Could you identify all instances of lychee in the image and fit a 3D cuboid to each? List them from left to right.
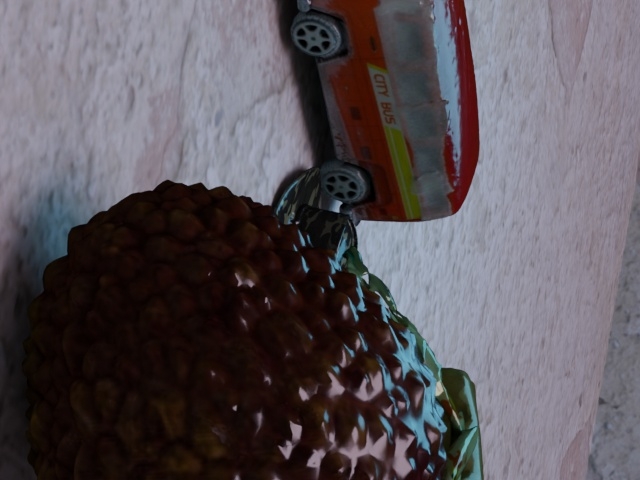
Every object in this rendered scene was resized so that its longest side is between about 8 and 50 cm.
[{"bbox_3d":[-0.053,0.100,1.065,0.271,0.236,0.236,59,25,-4],"label":"lychee"}]

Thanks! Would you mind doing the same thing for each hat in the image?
[{"bbox_3d":[0.000,0.000,1.458,0.121,0.050,0.121,2,90,-72],"label":"hat"}]

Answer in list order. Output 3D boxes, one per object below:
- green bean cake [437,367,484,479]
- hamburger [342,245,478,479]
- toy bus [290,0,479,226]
[{"bbox_3d":[0.042,0.270,1.476,0.310,0.202,0.285,75,14,-50],"label":"green bean cake"},{"bbox_3d":[0.004,0.113,1.290,0.214,0.125,0.235,13,52,-34],"label":"hamburger"},{"bbox_3d":[0.056,-0.133,1.471,0.265,0.120,0.121,78,25,-44],"label":"toy bus"}]
